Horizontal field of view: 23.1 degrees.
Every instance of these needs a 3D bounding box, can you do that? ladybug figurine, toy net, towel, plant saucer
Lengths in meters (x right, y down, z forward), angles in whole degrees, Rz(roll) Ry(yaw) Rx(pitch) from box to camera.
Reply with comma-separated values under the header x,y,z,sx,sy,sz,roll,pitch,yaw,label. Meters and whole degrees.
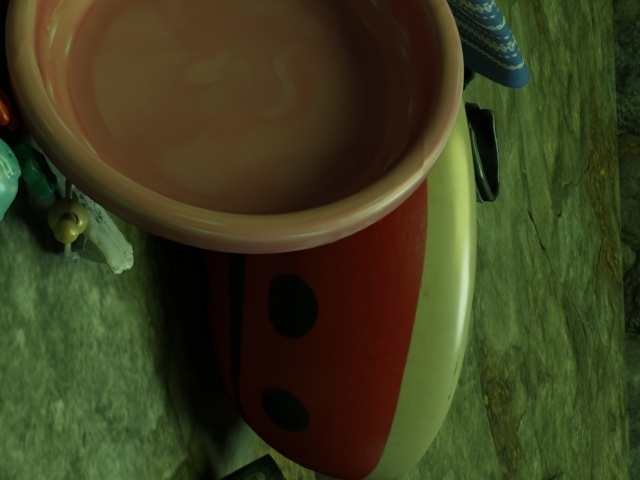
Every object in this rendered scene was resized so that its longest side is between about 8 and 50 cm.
x,y,z,sx,sy,sz,roll,pitch,yaw,label
0.000,0.000,1.336,0.161,0.305,0.450,-4,95,-30,ladybug figurine
-0.204,-0.037,1.097,0.122,0.045,0.232,62,7,27,toy net
0.043,-0.247,1.322,0.040,0.243,0.336,-54,151,-4,towel
-0.064,-0.126,1.155,0.084,0.332,0.332,109,-9,-57,plant saucer

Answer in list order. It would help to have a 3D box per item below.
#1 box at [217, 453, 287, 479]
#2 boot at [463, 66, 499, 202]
x,y,z,sx,sy,sz,roll,pitch,yaw,label
-0.022,0.293,1.309,0.180,0.077,0.147,50,-15,54,box
0.076,-0.034,1.566,0.118,0.222,0.338,-67,145,-53,boot
